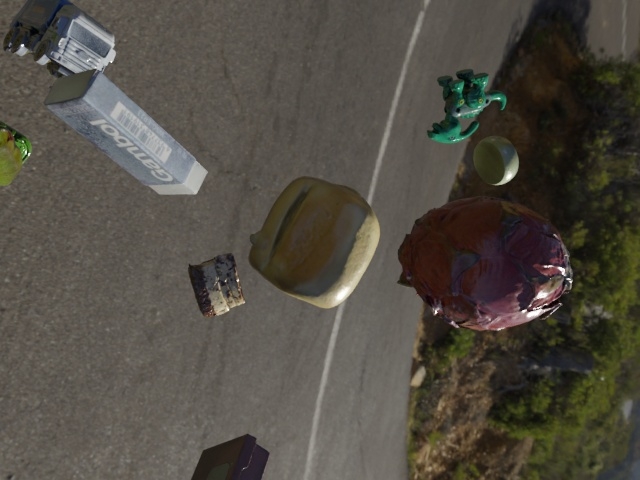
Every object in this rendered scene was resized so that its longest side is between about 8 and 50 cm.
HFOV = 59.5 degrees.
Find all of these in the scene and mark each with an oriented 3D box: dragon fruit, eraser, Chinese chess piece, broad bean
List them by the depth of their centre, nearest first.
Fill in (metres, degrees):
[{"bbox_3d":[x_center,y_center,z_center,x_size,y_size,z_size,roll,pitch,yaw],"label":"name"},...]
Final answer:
[{"bbox_3d":[-0.255,-0.136,0.755,0.212,0.091,0.046,45,57,-46],"label":"eraser"},{"bbox_3d":[0.319,0.046,1.105,0.277,0.342,0.278,-5,90,-70],"label":"dragon fruit"},{"bbox_3d":[-0.666,-0.181,1.164,0.077,0.061,0.339,-54,-174,-23],"label":"broad bean"},{"bbox_3d":[0.511,-0.234,1.634,0.058,0.144,0.144,-22,123,-21],"label":"Chinese chess piece"}]

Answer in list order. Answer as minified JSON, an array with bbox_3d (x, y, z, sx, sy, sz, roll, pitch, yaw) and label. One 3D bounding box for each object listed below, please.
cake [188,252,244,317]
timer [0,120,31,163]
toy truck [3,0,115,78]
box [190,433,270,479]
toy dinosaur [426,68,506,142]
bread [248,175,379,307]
[{"bbox_3d":[-0.260,0.110,1.387,0.112,0.246,0.135,-18,91,-14],"label":"cake"},{"bbox_3d":[-0.862,-0.248,1.503,0.128,0.047,0.140,-47,130,6],"label":"timer"},{"bbox_3d":[-0.635,-0.486,1.354,0.146,0.367,0.175,28,92,-50],"label":"toy truck"},{"bbox_3d":[-0.238,0.599,1.342,0.086,0.215,0.215,41,41,-19],"label":"box"},{"bbox_3d":[0.214,-0.196,0.820,0.132,0.059,0.096,-16,120,-13],"label":"toy dinosaur"},{"bbox_3d":[0.000,0.000,1.747,0.376,0.347,0.253,-64,158,-1],"label":"bread"}]
